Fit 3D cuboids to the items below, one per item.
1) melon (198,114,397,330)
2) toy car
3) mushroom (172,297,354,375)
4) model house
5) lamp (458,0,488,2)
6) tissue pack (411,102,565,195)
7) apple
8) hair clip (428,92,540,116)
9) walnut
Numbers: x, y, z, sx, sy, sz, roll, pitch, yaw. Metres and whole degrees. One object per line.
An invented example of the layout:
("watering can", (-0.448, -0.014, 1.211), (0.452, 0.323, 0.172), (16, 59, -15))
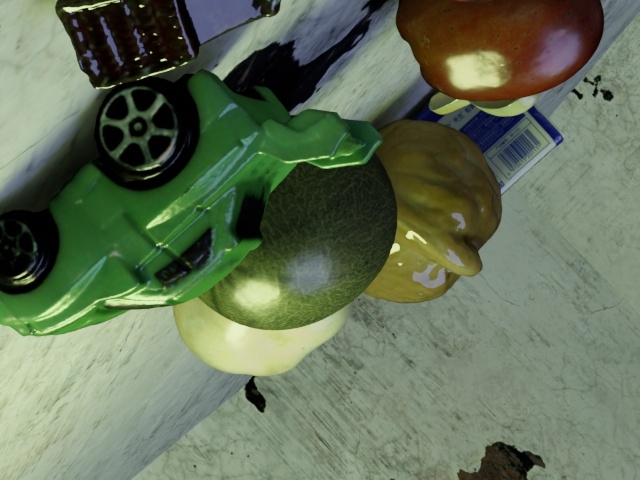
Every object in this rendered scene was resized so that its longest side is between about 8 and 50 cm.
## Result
("melon", (-0.043, -0.020, 1.620), (0.237, 0.237, 0.302), (-48, 171, 27))
("toy car", (-0.137, -0.031, 1.307), (0.359, 0.176, 0.213), (-44, 171, 10))
("mushroom", (-0.083, 0.060, 2.057), (0.260, 0.234, 0.254), (-6, 132, -3))
("model house", (-0.113, -0.186, 0.974), (0.152, 0.106, 0.165), (-30, 133, -13))
("lamp", (0.158, -0.304, 1.409), (0.223, 0.215, 0.151), (11, 96, -42))
("tissue pack", (0.247, -0.154, 2.429), (0.270, 0.209, 0.137), (-44, 173, 3))
("apple", (0.203, -0.267, 1.640), (0.234, 0.234, 0.234), (-43, 172, -7))
("hair clip", (0.193, -0.220, 1.801), (0.071, 0.218, 0.159), (24, 108, -45))
("walnut", (0.141, -0.042, 2.241), (0.296, 0.285, 0.285), (-53, 172, 1))
